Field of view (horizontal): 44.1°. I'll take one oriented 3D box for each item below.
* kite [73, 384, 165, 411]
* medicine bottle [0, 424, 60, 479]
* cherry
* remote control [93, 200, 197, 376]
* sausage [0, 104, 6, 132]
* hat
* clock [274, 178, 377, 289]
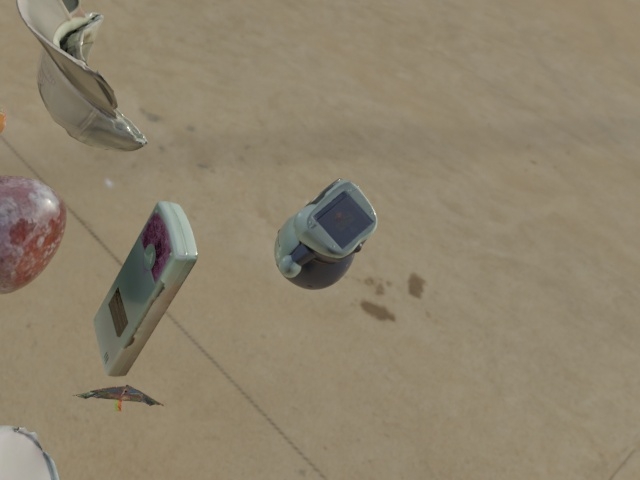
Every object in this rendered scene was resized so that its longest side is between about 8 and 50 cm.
[{"bbox_3d":[-0.412,0.325,1.630,0.190,0.010,0.159,7,6,-4],"label":"kite"},{"bbox_3d":[-0.562,0.375,1.049,0.378,0.214,0.213,-11,33,10],"label":"medicine bottle"},{"bbox_3d":[-0.635,-0.010,1.536,0.213,0.236,0.285,41,67,9],"label":"cherry"},{"bbox_3d":[-0.322,0.091,1.426,0.050,0.344,0.145,8,42,-37],"label":"remote control"},{"bbox_3d":[-0.637,-0.231,1.458,0.093,0.093,0.312,12,2,-14],"label":"sausage"},{"bbox_3d":[-0.337,-0.221,1.028,0.226,0.164,0.219,19,44,-61],"label":"hat"},{"bbox_3d":[0.000,0.000,1.406,0.146,0.243,0.199,43,67,2],"label":"clock"}]
